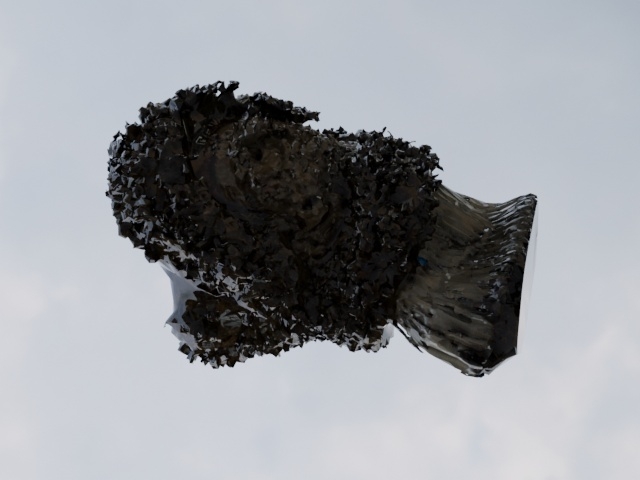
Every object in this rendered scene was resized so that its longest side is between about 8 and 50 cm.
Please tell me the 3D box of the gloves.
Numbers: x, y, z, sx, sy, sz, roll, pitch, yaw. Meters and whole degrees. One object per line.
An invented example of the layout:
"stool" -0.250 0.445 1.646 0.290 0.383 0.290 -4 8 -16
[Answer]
"gloves" 0.000 -0.001 1.139 0.312 0.135 0.210 24 -124 0
